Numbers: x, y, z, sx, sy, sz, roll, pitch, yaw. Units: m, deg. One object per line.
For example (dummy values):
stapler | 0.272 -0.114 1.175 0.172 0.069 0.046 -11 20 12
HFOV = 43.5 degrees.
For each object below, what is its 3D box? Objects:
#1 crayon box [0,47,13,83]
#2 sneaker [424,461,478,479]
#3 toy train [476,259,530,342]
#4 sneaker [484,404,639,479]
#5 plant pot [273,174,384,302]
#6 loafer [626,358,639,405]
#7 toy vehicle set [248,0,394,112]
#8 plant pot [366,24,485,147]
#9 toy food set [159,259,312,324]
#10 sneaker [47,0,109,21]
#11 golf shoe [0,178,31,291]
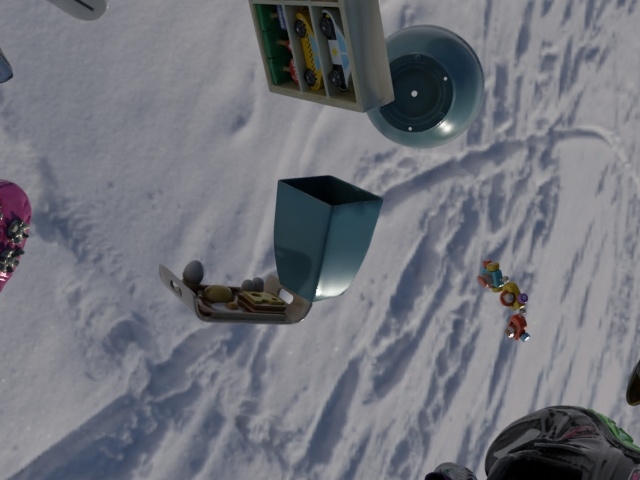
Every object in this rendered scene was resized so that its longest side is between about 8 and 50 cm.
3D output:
crayon box | -0.452 -0.224 0.720 0.202 0.081 0.318 -32 151 -8
sneaker | 0.209 0.400 1.321 0.098 0.083 0.224 52 3 -7
toy train | 0.349 0.119 1.560 0.046 0.166 0.125 -22 146 -18
sneaker | 0.298 0.306 1.036 0.483 0.202 0.185 130 -31 -82
plant pot | 0.000 0.000 1.710 0.165 0.165 0.234 -10 119 -45
loafer | 0.474 0.180 1.122 0.061 0.062 0.170 -46 152 -28
toy vehicle set | -0.020 -0.252 0.695 0.035 0.166 0.267 -24 116 -25
plant pot | 0.224 -0.341 1.827 0.196 0.293 0.293 -50 140 -70
toy food set | -0.197 0.111 1.848 0.306 0.220 0.092 5 103 -33
sneaker | -0.432 -0.426 1.201 0.258 0.094 0.091 33 30 -52
golf shoe | -0.420 0.051 0.796 0.306 0.140 0.115 -56 150 -22
